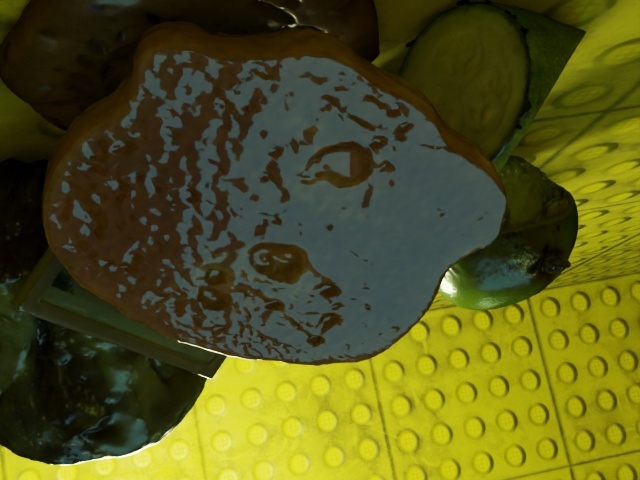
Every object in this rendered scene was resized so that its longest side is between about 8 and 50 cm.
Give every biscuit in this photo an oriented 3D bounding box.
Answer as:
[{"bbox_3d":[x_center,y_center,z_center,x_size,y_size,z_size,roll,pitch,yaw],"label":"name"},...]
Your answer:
[{"bbox_3d":[-0.112,-0.170,0.785,0.358,0.046,0.359,-11,168,-2],"label":"biscuit"},{"bbox_3d":[-0.050,-0.026,0.782,0.385,0.062,0.365,25,127,-20],"label":"biscuit"}]

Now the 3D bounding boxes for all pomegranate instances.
[{"bbox_3d":[0.258,-0.022,1.362,0.260,0.261,0.340,-5,-165,-25],"label":"pomegranate"}]

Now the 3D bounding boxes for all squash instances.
[{"bbox_3d":[0.218,-0.139,0.886,0.260,0.189,0.189,6,159,-42],"label":"squash"}]

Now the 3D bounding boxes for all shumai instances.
[{"bbox_3d":[-0.313,0.061,1.026,0.397,0.324,0.323,24,144,1],"label":"shumai"}]

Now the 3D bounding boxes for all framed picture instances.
[{"bbox_3d":[-0.157,0.024,0.945,0.024,0.232,0.315,34,180,39],"label":"framed picture"}]
